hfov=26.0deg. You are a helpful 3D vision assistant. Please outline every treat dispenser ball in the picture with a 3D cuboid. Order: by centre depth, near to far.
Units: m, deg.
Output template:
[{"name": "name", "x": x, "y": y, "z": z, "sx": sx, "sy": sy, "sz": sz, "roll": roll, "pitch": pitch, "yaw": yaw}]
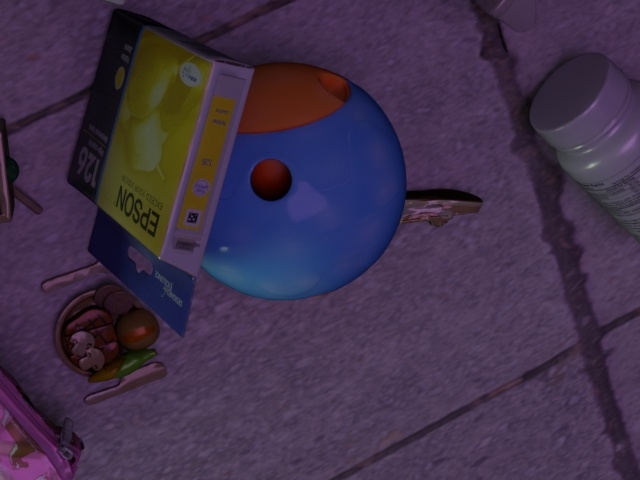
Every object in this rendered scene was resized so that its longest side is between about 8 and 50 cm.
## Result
[{"name": "treat dispenser ball", "x": -0.041, "y": -0.070, "z": 1.662, "sx": 0.288, "sy": 0.288, "sz": 0.288, "roll": -6, "pitch": 109, "yaw": -19}]

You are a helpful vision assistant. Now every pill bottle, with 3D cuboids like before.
[{"name": "pill bottle", "x": 0.425, "y": -0.118, "z": 1.894, "sx": 0.283, "sy": 0.160, "sz": 0.160, "roll": 40, "pitch": 90, "yaw": -27}]

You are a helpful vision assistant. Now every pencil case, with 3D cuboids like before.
[{"name": "pencil case", "x": -0.447, "y": 0.172, "z": 1.660, "sx": 0.167, "sy": 0.160, "sz": 0.386, "roll": -38, "pitch": 115, "yaw": -5}]

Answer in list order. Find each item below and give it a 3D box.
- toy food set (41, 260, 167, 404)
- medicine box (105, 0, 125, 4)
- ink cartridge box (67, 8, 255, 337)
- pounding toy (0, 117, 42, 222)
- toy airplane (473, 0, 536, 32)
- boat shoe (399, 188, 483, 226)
[{"name": "toy food set", "x": -0.273, "y": 0.119, "z": 1.774, "sx": 0.132, "sy": 0.038, "sz": 0.192, "roll": -23, "pitch": 113, "yaw": -13}, {"name": "medicine box", "x": -0.312, "y": -0.437, "z": 1.518, "sx": 0.263, "sy": 0.149, "sz": 0.289, "roll": 14, "pitch": 101, "yaw": -24}, {"name": "ink cartridge box", "x": -0.201, "y": -0.087, "z": 1.585, "sx": 0.072, "sy": 0.303, "sz": 0.307, "roll": 12, "pitch": 102, "yaw": -33}, {"name": "pounding toy", "x": -0.408, "y": -0.075, "z": 1.641, "sx": 0.141, "sy": 0.100, "sz": 0.130, "roll": -5, "pitch": 108, "yaw": -8}, {"name": "toy airplane", "x": 0.292, "y": -0.451, "z": 1.712, "sx": 0.384, "sy": 0.272, "sz": 0.386, "roll": -8, "pitch": 146, "yaw": -8}, {"name": "boat shoe", "x": 0.153, "y": -0.042, "z": 1.881, "sx": 0.135, "sy": 0.050, "sz": 0.045, "roll": 0, "pitch": 110, "yaw": -10}]
